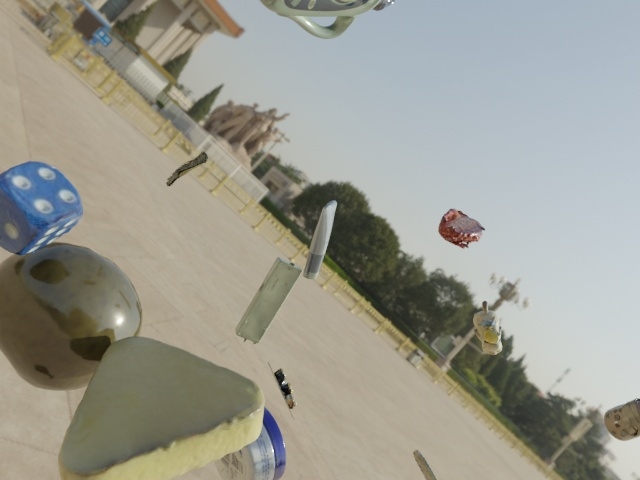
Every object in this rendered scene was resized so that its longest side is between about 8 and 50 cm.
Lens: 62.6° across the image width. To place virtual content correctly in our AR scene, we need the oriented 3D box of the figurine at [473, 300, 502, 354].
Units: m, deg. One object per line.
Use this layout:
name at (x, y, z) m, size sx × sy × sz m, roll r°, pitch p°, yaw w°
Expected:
figurine at (0.286, 0.149, 0.897) m, size 0.050 × 0.047 × 0.083 m, roll 59°, pitch 19°, yaw -56°

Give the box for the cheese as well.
cheese at (-0.342, 0.321, 1.065) m, size 0.384 × 0.104 × 0.384 m, roll 5°, pitch 25°, yaw -2°

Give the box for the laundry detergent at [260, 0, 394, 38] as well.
laundry detergent at (0.033, -0.496, 1.025) m, size 0.280 × 0.215 × 0.105 m, roll 3°, pitch 48°, yaw -48°

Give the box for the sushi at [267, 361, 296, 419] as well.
sushi at (-0.118, 0.497, 1.776) m, size 0.210 × 0.040 × 0.193 m, roll 64°, pitch -12°, yaw 11°

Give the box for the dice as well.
dice at (-0.590, -0.065, 1.068) m, size 0.146 × 0.143 × 0.146 m, roll 52°, pitch 32°, yaw -5°

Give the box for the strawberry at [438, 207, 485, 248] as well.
strawberry at (0.374, -0.029, 1.460) m, size 0.121 × 0.082 × 0.188 m, roll 42°, pitch 31°, yaw 28°

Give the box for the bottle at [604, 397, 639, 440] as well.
bottle at (0.849, 0.479, 1.413) m, size 0.099 × 0.099 × 0.152 m, roll 43°, pitch -34°, yaw 10°

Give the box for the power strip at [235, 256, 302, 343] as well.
power strip at (-0.198, 0.231, 1.960) m, size 0.106 × 0.367 × 0.043 m, roll 27°, pitch 11°, yaw -23°

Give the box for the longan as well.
longan at (-0.611, 0.179, 1.262) m, size 0.361 × 0.361 × 0.361 m, roll 43°, pitch -1°, yaw 1°

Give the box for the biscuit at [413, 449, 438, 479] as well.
biscuit at (0.277, 0.594, 1.320) m, size 0.152 × 0.020 × 0.152 m, roll 60°, pitch -8°, yaw 14°

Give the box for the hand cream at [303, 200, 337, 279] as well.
hand cream at (0.000, 0.000, 1.582) m, size 0.048 × 0.255 × 0.079 m, roll 22°, pitch 25°, yaw 14°

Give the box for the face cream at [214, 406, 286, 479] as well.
face cream at (-0.185, 0.509, 1.290) m, size 0.111 × 0.206 × 0.206 m, roll -8°, pitch 39°, yaw -42°

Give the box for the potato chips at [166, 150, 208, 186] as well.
potato chips at (-0.342, -0.181, 1.333) m, size 0.026 × 0.142 × 0.209 m, roll 50°, pitch 8°, yaw -20°
